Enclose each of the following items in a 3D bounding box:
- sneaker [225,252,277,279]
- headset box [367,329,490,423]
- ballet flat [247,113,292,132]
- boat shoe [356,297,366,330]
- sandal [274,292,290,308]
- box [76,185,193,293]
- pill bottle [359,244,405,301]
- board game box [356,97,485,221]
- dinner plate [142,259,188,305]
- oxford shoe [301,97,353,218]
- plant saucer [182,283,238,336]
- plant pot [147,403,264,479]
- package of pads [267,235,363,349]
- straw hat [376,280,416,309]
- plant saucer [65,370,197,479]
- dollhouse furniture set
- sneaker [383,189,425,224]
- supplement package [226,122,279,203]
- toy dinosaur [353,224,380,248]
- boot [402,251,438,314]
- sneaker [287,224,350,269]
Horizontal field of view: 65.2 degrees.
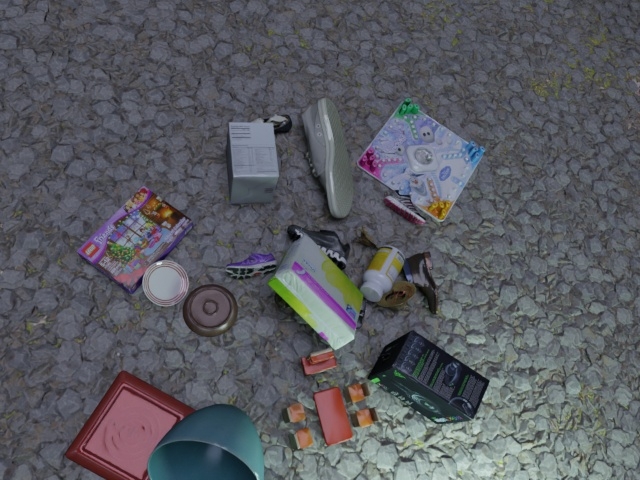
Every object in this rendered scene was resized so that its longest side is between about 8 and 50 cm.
[{"bbox_3d":[-0.227,0.078,1.618,0.170,0.068,0.071,-8,55,-25],"label":"sneaker"},{"bbox_3d":[0.303,0.407,1.490,0.283,0.246,0.131,34,65,1],"label":"headset box"},{"bbox_3d":[-0.198,-0.420,1.814,0.203,0.074,0.074,-14,72,-17],"label":"ballet flat"},{"bbox_3d":[0.128,0.230,1.638,0.046,0.038,0.125,16,65,-6],"label":"boat shoe"},{"bbox_3d":[-0.073,0.148,1.610,0.219,0.060,0.090,-41,99,-38],"label":"sandal"},{"bbox_3d":[-0.572,-0.006,1.565,0.201,0.057,0.293,35,65,3],"label":"box"},{"bbox_3d":[0.202,0.111,1.655,0.103,0.103,0.184,34,55,2],"label":"pill bottle"},{"bbox_3d":[0.396,-0.322,1.920,0.390,0.050,0.389,35,65,3],"label":"board game box"},{"bbox_3d":[-0.475,0.131,1.534,0.141,0.017,0.141,7,77,-33],"label":"dinner plate"},{"bbox_3d":[0.020,-0.286,1.786,0.130,0.169,0.448,-16,77,25],"label":"oxford shoe"},{"bbox_3d":[-0.339,0.212,1.546,0.169,0.029,0.168,5,67,-12],"label":"plant saucer"},{"bbox_3d":[-0.273,0.549,1.314,0.291,0.290,0.195,23,28,-3],"label":"plant pot"},{"bbox_3d":[-0.002,0.147,1.515,0.296,0.101,0.229,47,27,-13],"label":"package of pads"},{"bbox_3d":[0.252,0.198,1.664,0.145,0.145,0.061,-32,121,-22],"label":"straw hat"},{"bbox_3d":[-0.511,0.526,1.367,0.259,0.047,0.259,29,66,0],"label":"plant saucer"},{"bbox_3d":[0.020,0.459,1.466,0.262,0.135,0.258,-12,71,-17],"label":"dollhouse furniture set"},{"bbox_3d":[0.316,-0.126,1.813,0.170,0.063,0.074,34,71,8],"label":"sneaker"},{"bbox_3d":[-0.231,-0.255,1.670,0.150,0.194,0.203,-3,69,-15],"label":"supplement package"},{"bbox_3d":[0.163,0.001,1.719,0.093,0.183,0.053,31,85,43],"label":"toy dinosaur"},{"bbox_3d":[0.341,0.151,1.714,0.106,0.082,0.219,-9,73,7],"label":"boot"},{"bbox_3d":[0.000,0.000,1.686,0.234,0.078,0.106,31,62,-3],"label":"sneaker"}]
